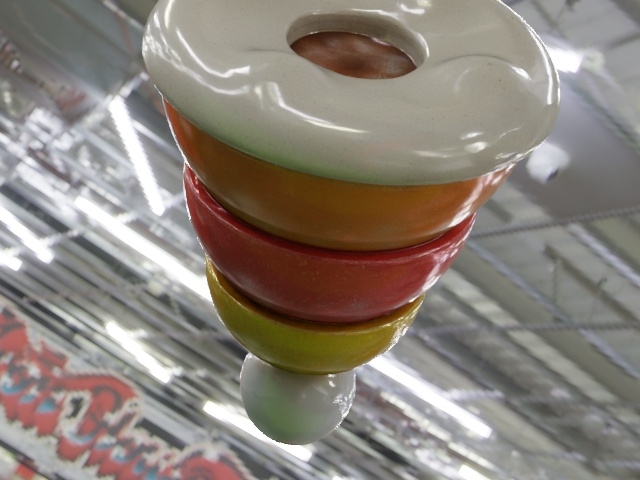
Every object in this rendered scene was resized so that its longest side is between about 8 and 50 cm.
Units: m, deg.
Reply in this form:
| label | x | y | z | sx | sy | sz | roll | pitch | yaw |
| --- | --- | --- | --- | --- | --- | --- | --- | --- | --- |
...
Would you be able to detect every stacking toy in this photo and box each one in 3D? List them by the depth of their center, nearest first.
| label | x | y | z | sx | sy | sz | roll | pitch | yaw |
| --- | --- | --- | --- | --- | --- | --- | --- | --- | --- |
| stacking toy | 0.000 | 0.000 | 1.113 | 0.350 | 0.350 | 0.480 | 25 | -50 | 18 |
